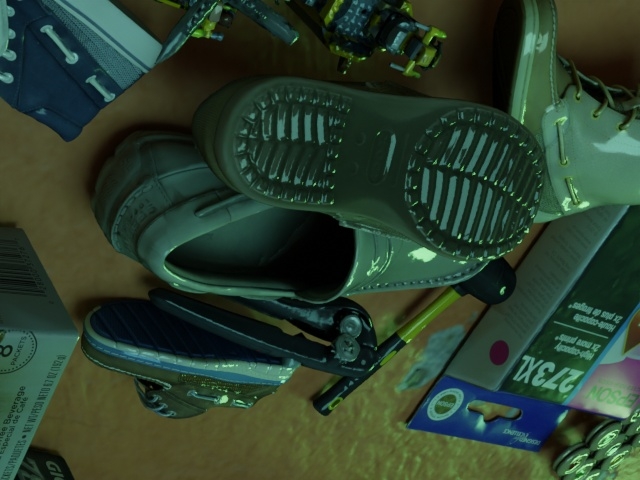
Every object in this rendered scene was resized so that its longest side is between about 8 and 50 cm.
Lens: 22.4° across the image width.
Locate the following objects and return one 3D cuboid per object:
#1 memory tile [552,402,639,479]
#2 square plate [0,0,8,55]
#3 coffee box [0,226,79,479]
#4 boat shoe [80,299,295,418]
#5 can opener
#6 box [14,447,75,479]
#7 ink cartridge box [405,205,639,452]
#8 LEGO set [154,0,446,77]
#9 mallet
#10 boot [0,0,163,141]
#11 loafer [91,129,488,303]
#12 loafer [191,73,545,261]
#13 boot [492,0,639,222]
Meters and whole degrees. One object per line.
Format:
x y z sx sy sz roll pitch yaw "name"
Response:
0.278 0.176 1.470 0.148 0.012 0.113 -38 152 -1 "memory tile"
-0.327 -0.205 0.713 0.347 0.049 0.344 -10 134 -15 "square plate"
-0.316 0.075 0.936 0.297 0.119 0.168 7 122 -37 "coffee box"
-0.096 0.092 1.134 0.183 0.066 0.066 14 118 -40 "boat shoe"
-0.038 0.056 1.138 0.186 0.073 0.059 16 76 -32 "can opener"
-0.227 0.340 1.091 0.073 0.295 0.293 23 110 -43 "box"
0.239 0.042 1.320 0.175 0.069 0.371 16 118 -41 "ink cartridge box"
0.047 -0.215 0.877 0.255 0.192 0.331 25 109 -44 "LEGO set"
0.074 0.074 1.259 0.190 0.039 0.062 -46 139 16 "mallet"
-0.170 -0.125 0.900 0.086 0.069 0.190 -46 138 4 "boot"
0.000 0.000 1.086 0.319 0.111 0.112 3 125 -35 "loafer"
0.032 -0.055 0.996 0.268 0.092 0.102 15 98 -40 "loafer"
0.204 -0.094 1.124 0.165 0.077 0.213 -4 139 4 "boot"
